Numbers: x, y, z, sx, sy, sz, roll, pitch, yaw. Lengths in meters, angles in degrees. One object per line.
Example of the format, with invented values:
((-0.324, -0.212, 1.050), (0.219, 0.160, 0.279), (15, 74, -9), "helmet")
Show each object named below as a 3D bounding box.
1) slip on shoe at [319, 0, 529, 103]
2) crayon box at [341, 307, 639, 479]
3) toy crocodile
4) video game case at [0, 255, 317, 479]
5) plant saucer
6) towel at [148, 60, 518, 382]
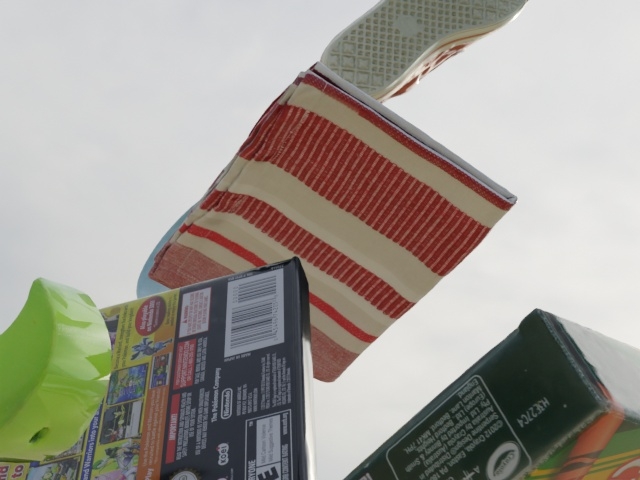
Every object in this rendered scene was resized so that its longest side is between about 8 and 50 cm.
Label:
((0.123, -0.253, 1.426), (0.123, 0.331, 0.101), (50, -22, 5), "slip on shoe")
((0.174, 0.165, 0.812), (0.202, 0.081, 0.318), (-45, -37, 21), "crayon box")
((-0.234, 0.015, 0.531), (0.340, 0.105, 0.115), (24, -3, 36), "toy crocodile")
((-0.127, 0.130, 0.892), (0.248, 0.275, 0.035), (-15, -57, 7), "video game case")
((-0.127, 0.010, 1.365), (0.195, 0.195, 0.037), (-7, -46, 51), "plant saucer")
((0.000, 0.000, 1.161), (0.237, 0.037, 0.329), (32, -48, -12), "towel")
